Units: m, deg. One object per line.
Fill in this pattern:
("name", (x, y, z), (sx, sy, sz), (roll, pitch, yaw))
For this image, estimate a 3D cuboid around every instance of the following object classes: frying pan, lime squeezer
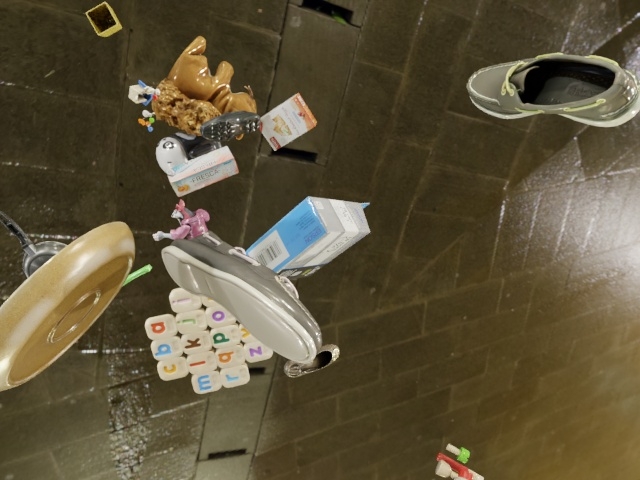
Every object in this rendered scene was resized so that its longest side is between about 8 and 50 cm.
("frying pan", (-0.907, 0.041, 1.409), (0.197, 0.053, 0.327), (-12, 117, -5))
("lime squeezer", (-0.642, 0.125, 1.249), (0.310, 0.110, 0.059), (-7, 149, 25))

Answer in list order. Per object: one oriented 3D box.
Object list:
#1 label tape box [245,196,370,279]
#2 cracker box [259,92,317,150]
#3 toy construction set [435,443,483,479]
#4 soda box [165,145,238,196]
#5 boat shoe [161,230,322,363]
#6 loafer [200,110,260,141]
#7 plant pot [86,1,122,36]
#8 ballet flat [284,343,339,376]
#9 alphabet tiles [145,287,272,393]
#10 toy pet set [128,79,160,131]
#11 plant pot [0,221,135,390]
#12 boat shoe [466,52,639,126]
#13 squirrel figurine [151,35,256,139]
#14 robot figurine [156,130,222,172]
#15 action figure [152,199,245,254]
("label tape box", (0.000, 0.000, 1.152), (0.240, 0.106, 0.333), (-38, 162, 28))
("cracker box", (-0.155, -0.532, 1.926), (0.232, 0.067, 0.156), (-26, 114, 22))
("toy construction set", (0.404, 0.698, 1.086), (0.237, 0.309, 0.258), (25, 111, 12))
("soda box", (-0.323, -0.191, 1.176), (0.183, 0.063, 0.058), (-24, 143, -11))
("boat shoe", (-0.109, 0.058, 0.624), (0.095, 0.335, 0.112), (-37, 133, -34))
("loafer", (-0.293, -0.370, 1.366), (0.223, 0.078, 0.076), (-28, 141, -40))
("plant pot", (-0.747, -0.766, 1.496), (0.081, 0.083, 0.082), (-26, 103, 4))
("ballet flat", (-0.018, 0.433, 1.525), (0.249, 0.058, 0.084), (-5, 96, -41))
("alphabet tiles", (-0.265, 0.237, 1.038), (0.277, 0.021, 0.285), (-11, 108, -8))
("toy pet set", (-0.515, -0.415, 1.286), (0.065, 0.114, 0.122), (-38, 164, -50))
("plant pot", (-0.297, 0.081, 0.501), (0.032, 0.236, 0.236), (37, 97, -4))
("boat shoe", (0.377, -0.270, 0.739), (0.091, 0.305, 0.109), (16, 100, -40))
("squirrel figurine", (-0.457, -0.547, 1.746), (0.370, 0.281, 0.397), (37, 53, -18))
("robot figurine", (-0.551, -0.379, 1.795), (0.278, 0.174, 0.209), (-34, 173, -38))
("action figure", (-0.558, -0.015, 1.934), (0.248, 0.275, 0.370), (-52, 140, -34))
